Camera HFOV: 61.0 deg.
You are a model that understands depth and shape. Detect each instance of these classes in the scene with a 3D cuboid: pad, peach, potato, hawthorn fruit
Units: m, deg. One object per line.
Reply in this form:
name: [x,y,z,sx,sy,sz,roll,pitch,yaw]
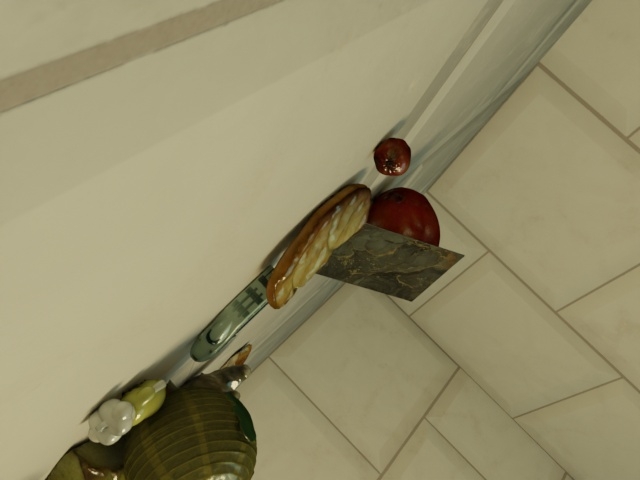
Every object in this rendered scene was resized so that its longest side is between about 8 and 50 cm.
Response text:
pad: [0.161,0.059,1.443,0.248,0.367,0.007,-52,-151,43]
peach: [0.220,-0.025,1.556,0.281,0.237,0.281,-178,-90,-88]
potato: [-0.419,0.449,1.084,0.269,0.112,0.255,-47,173,28]
hawthorn fruit: [0.137,-0.157,1.013,0.077,0.077,0.077,-44,172,-7]

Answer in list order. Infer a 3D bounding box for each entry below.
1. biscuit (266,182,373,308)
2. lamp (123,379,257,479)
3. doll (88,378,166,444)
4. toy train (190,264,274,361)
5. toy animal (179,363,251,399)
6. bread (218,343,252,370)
biscuit: [-0.001,-0.002,1.050,0.299,0.045,0.154,-44,152,-26]
lamp: [-0.255,0.384,1.036,0.250,0.284,0.250,-20,136,-20]
doll: [-0.317,0.280,0.902,0.106,0.062,0.162,-46,174,13]
toy train: [-0.165,0.148,1.065,0.234,0.052,0.051,-43,169,-14]
toy animal: [-0.316,0.407,1.360,0.308,0.188,0.266,-52,-163,-17]
bread: [-0.286,0.413,1.848,0.126,0.044,0.129,-50,168,20]
